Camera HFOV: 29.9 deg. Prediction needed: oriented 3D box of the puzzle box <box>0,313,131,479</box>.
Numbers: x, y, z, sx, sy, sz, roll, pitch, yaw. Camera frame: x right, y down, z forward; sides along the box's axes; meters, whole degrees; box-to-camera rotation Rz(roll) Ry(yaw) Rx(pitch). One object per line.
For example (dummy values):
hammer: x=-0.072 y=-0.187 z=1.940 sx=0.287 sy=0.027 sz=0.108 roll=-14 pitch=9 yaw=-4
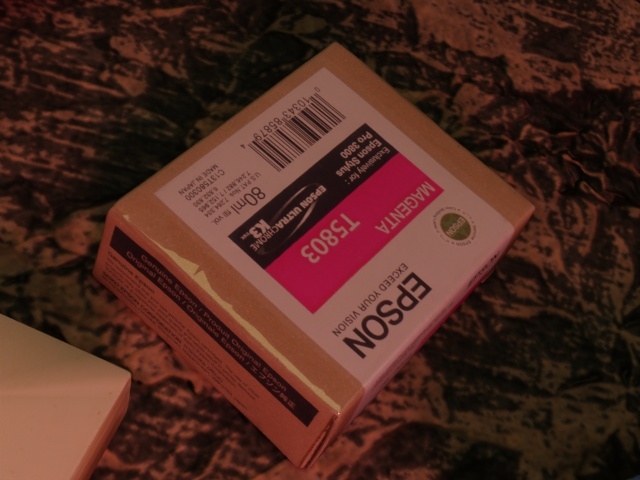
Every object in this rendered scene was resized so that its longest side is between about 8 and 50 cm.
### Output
puzzle box: x=-0.305 y=0.178 z=0.581 sx=0.272 sy=0.052 sz=0.409 roll=24 pitch=53 yaw=5

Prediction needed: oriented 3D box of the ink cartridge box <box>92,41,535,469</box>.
ink cartridge box: x=0.000 y=0.000 z=0.802 sx=0.193 sy=0.088 sz=0.235 roll=40 pitch=54 yaw=10

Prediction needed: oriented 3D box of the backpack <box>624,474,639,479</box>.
backpack: x=0.308 y=0.226 z=0.671 sx=0.356 sy=0.273 sz=0.290 roll=-29 pitch=48 yaw=-19
